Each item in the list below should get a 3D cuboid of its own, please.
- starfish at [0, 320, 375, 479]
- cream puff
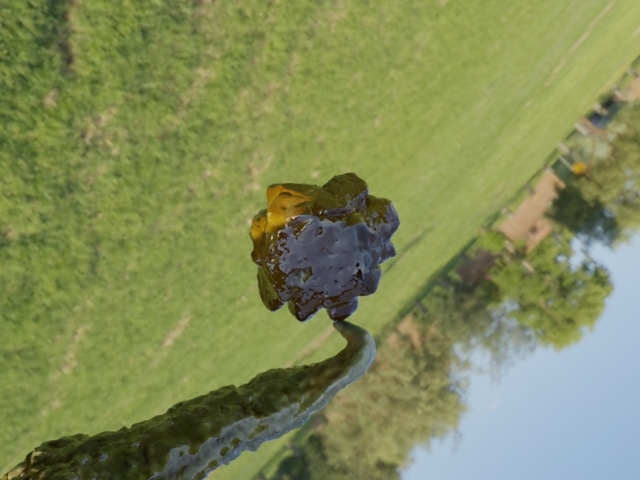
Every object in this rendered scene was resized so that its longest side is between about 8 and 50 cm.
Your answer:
[{"bbox_3d":[-0.140,0.213,0.640,0.432,0.082,0.324,-16,-148,-1],"label":"starfish"},{"bbox_3d":[0.000,0.000,0.738,0.122,0.116,0.094,-37,-158,17],"label":"cream puff"}]
